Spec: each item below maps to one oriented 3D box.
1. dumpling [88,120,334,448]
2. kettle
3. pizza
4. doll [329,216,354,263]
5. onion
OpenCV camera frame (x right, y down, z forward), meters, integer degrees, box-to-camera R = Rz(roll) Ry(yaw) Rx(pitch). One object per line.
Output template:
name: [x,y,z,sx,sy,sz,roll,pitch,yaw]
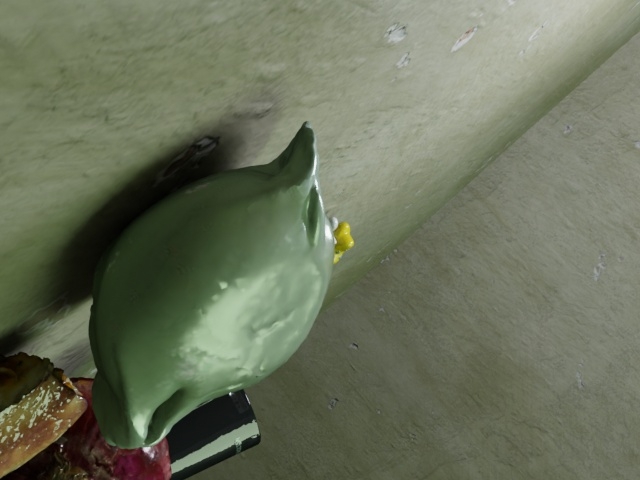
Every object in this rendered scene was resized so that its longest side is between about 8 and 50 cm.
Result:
dumpling: [-0.112,0.056,0.827,0.320,0.212,0.270,-27,172,-11]
kettle: [-0.295,0.392,1.654,0.308,0.203,0.262,-24,174,-22]
pizza: [-0.355,0.184,0.804,0.305,0.085,0.161,-10,127,-60]
doll: [0.005,-0.004,1.541,0.113,0.071,0.135,-15,155,-25]
onion: [-0.324,0.300,1.085,0.246,0.246,0.190,-40,-179,-3]
